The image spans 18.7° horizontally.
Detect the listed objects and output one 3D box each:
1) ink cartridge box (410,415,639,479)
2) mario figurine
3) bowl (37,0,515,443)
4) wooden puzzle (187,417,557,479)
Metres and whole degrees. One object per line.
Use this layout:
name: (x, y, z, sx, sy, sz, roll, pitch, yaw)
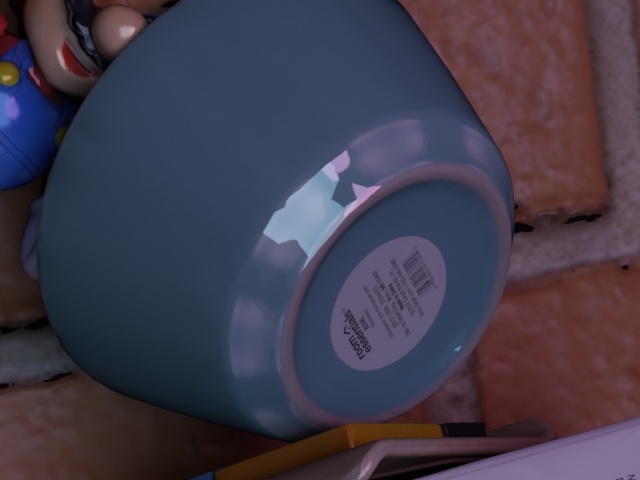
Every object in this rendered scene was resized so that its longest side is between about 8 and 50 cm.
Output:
ink cartridge box: (0.135, 0.216, 1.245, 0.272, 0.309, 0.130, -13, 75, -21)
mario figurine: (-0.181, -0.089, 1.176, 0.320, 0.198, 0.170, -45, 66, -4)
bowl: (0.000, 0.000, 1.195, 0.311, 0.163, 0.311, -22, 129, -31)
wooden puzzle: (0.003, 0.150, 1.213, 0.238, 0.221, 0.044, 0, 71, -56)
